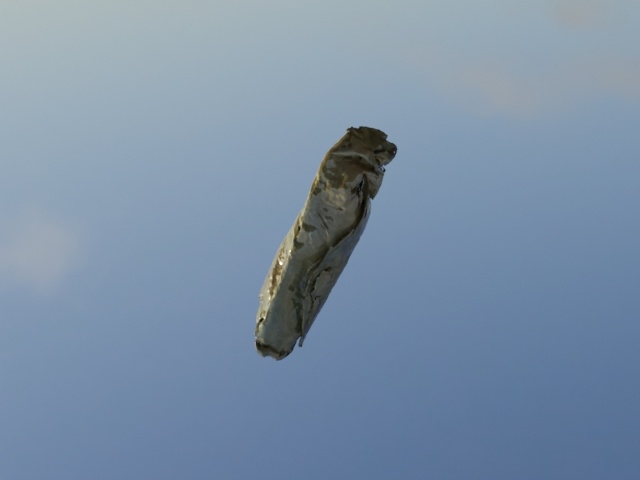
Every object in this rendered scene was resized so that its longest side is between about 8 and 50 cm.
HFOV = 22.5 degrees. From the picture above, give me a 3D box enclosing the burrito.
[{"bbox_3d":[0.000,0.000,0.950,0.041,0.149,0.055,25,-156,-4],"label":"burrito"}]
